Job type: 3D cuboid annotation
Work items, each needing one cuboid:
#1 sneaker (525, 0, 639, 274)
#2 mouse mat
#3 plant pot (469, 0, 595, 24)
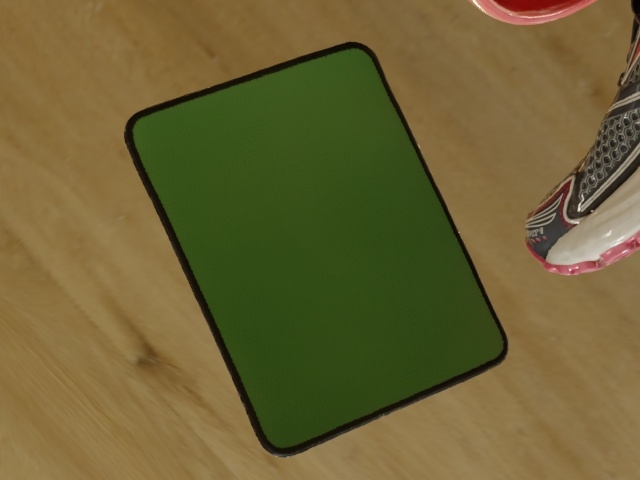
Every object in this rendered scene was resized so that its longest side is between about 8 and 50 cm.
[{"bbox_3d":[0.185,-0.110,0.895,0.112,0.121,0.299,37,-66,13],"label":"sneaker"},{"bbox_3d":[0.000,0.000,0.956,0.152,0.007,0.190,-20,-100,-27],"label":"mouse mat"},{"bbox_3d":[0.086,-0.298,1.099,0.243,0.275,0.275,38,-99,30],"label":"plant pot"}]
